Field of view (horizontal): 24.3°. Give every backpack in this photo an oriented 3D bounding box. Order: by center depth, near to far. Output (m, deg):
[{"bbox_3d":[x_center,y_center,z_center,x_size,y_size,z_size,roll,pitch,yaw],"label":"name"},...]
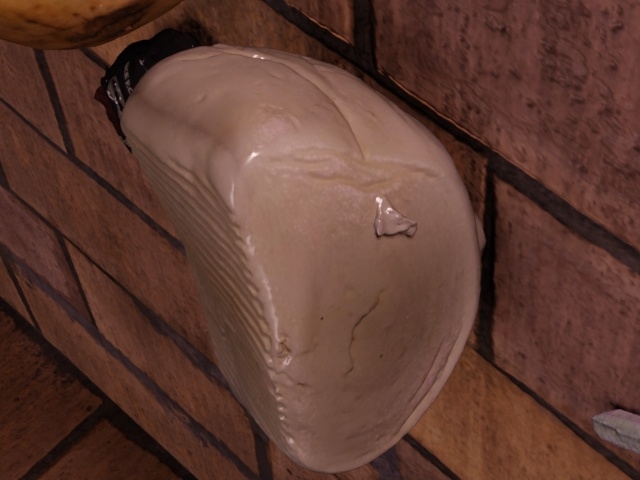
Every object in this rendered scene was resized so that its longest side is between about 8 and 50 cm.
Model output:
[{"bbox_3d":[-0.165,-0.151,1.518,0.120,0.106,0.165,53,162,0],"label":"backpack"}]

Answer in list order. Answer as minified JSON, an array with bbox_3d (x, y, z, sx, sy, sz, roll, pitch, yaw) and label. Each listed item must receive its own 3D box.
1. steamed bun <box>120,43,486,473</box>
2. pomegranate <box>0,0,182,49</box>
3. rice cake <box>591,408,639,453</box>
[{"bbox_3d":[0.002,-0.005,1.279,0.247,0.236,0.383,39,153,48],"label":"steamed bun"},{"bbox_3d":[-0.206,-0.295,1.083,0.322,0.322,0.322,41,158,20],"label":"pomegranate"},{"bbox_3d":[0.306,0.175,1.257,0.207,0.033,0.033,12,128,60],"label":"rice cake"}]
